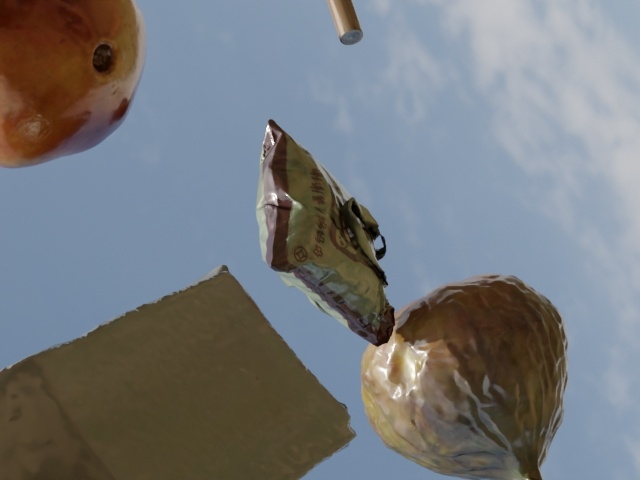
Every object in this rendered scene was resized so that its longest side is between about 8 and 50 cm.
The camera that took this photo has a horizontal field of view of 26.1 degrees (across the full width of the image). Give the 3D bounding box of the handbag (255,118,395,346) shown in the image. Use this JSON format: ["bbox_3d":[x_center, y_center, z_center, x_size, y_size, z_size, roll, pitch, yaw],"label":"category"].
[{"bbox_3d":[0.000,0.000,1.644,0.235,0.127,0.213,47,-153,-45],"label":"handbag"}]

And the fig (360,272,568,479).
[{"bbox_3d":[0.211,0.235,1.739,0.286,0.286,0.369,3,-123,-44],"label":"fig"}]

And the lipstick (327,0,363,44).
[{"bbox_3d":[0.011,-0.183,1.000,0.019,0.019,0.094,11,-128,-40],"label":"lipstick"}]

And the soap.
[{"bbox_3d":[-0.228,0.219,1.177,0.213,0.350,0.435,59,-152,3],"label":"soap"}]

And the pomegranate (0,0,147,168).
[{"bbox_3d":[-0.262,-0.169,1.253,0.209,0.209,0.209,27,-138,-27],"label":"pomegranate"}]
